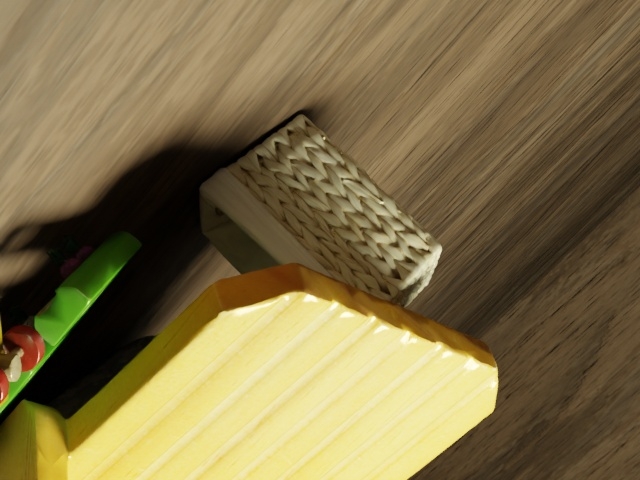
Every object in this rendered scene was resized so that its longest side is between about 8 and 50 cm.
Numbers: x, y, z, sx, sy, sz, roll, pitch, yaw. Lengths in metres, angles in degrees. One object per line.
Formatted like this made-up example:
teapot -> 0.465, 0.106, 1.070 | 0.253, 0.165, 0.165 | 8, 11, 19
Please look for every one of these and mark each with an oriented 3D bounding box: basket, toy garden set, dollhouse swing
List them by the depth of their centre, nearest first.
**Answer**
toy garden set -> -0.232, 0.104, 0.963 | 0.244, 0.049, 0.204 | -49, -176, 22
dollhouse swing -> -0.034, 0.239, 1.038 | 0.305, 0.315, 0.347 | -29, 144, 32
basket -> 0.000, 0.000, 1.137 | 0.103, 0.167, 0.113 | -43, 169, -16

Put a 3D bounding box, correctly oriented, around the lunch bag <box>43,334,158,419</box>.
lunch bag -> -0.207, 0.240, 1.257 | 0.305, 0.212, 0.256 | -38, 150, -37
